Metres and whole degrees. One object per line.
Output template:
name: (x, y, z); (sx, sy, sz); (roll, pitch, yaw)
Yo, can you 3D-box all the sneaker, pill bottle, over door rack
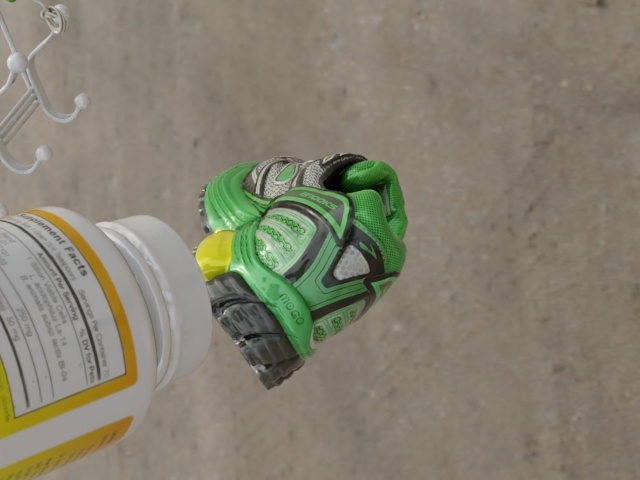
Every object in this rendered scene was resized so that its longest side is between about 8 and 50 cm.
sneaker: (0.000, 0.000, 0.985); (0.146, 0.343, 0.134); (-30, 105, 4)
pill bottle: (-0.155, 0.054, 0.588); (0.117, 0.215, 0.117); (21, 120, 42)
over door rack: (-0.362, -0.204, 1.348); (0.108, 0.239, 0.324); (-14, 120, 27)

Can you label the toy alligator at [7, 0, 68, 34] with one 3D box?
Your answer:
toy alligator: (-0.316, -0.259, 1.256); (0.189, 0.051, 0.056); (48, 135, 6)
